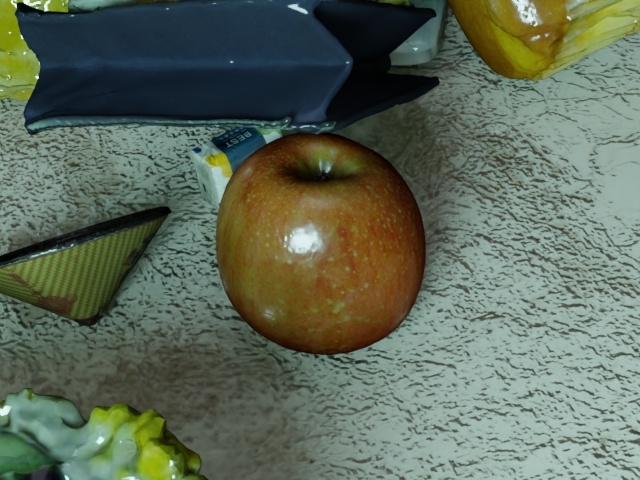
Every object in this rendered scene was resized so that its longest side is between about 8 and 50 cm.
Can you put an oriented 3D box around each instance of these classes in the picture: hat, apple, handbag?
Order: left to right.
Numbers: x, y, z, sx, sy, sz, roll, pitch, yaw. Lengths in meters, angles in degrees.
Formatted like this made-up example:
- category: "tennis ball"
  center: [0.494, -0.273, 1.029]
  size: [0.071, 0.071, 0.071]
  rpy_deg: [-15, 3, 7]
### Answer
- category: "hat"
  center: [-0.211, 0.035, 1.187]
  size: [0.193, 0.082, 0.193]
  rpy_deg: [-17, 7, 2]
- category: "handbag"
  center: [-0.075, -0.169, 1.239]
  size: [0.303, 0.122, 0.329]
  rpy_deg: [1, 10, 23]
- category: "apple"
  center: [0.000, 0.000, 1.123]
  size: [0.181, 0.168, 0.181]
  rpy_deg: [-1, 36, 1]

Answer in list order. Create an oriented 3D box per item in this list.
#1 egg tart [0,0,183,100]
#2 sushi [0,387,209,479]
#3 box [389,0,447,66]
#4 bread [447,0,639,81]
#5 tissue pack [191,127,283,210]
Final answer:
- category: "egg tart"
  center: [-0.305, -0.301, 1.482]
  size: [0.345, 0.132, 0.345]
  rpy_deg: [-6, 58, 9]
- category: "sushi"
  center: [-0.211, 0.286, 0.798]
  size: [0.351, 0.240, 0.396]
  rpy_deg: [-8, 46, -2]
- category: "box"
  center: [0.073, -0.282, 1.501]
  size: [0.142, 0.044, 0.285]
  rpy_deg: [-1, 43, 14]
- category: "bread"
  center: [0.192, -0.302, 1.341]
  size: [0.156, 0.288, 0.204]
  rpy_deg: [-25, 4, -23]
- category: "tissue pack"
  center: [-0.074, -0.074, 1.286]
  size: [0.083, 0.062, 0.042]
  rpy_deg: [-29, 42, -22]
